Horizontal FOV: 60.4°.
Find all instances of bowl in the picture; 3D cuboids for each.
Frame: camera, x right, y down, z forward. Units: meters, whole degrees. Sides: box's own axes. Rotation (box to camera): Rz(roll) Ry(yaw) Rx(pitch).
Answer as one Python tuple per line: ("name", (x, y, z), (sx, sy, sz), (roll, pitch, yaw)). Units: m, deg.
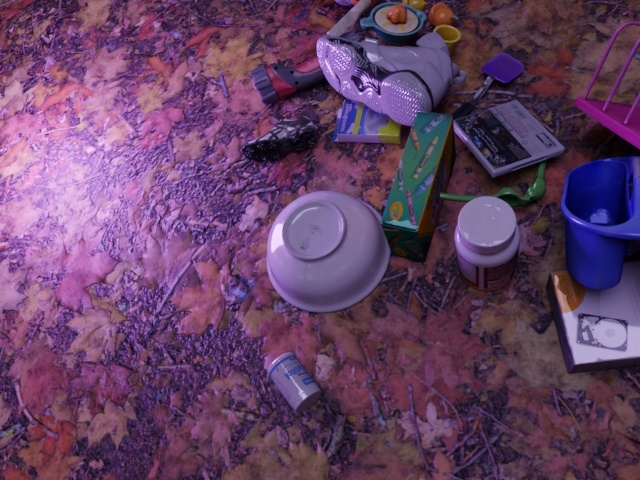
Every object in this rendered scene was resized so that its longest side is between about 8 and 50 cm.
("bowl", (0.000, 0.000, 1.222), (0.297, 0.134, 0.298), (-7, 64, 14))

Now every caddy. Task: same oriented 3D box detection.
("caddy", (0.560, -0.054, 0.975), (0.241, 0.179, 0.341), (2, 29, 26))

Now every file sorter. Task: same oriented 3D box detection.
("file sorter", (0.671, -0.270, 1.019), (0.202, 0.182, 0.291), (4, 34, -16))

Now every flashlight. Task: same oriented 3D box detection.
("flashlight", (-0.033, -0.465, 1.463), (0.303, 0.103, 0.103), (-24, 61, 6))

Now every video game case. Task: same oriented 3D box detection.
("video game case", (0.413, -0.231, 1.231), (0.173, 0.022, 0.190), (-19, 52, -8))

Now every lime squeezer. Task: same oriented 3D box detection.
("lime squeezer", (0.410, -0.120, 1.176), (0.310, 0.059, 0.110), (-26, 84, -13))

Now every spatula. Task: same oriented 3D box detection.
("spatula", (0.376, -0.348, 1.327), (0.084, 0.030, 0.296), (40, 82, 25))

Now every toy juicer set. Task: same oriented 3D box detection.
("toy juicer set", (0.197, -0.582, 1.408), (0.328, 0.090, 0.209), (11, 57, 4))

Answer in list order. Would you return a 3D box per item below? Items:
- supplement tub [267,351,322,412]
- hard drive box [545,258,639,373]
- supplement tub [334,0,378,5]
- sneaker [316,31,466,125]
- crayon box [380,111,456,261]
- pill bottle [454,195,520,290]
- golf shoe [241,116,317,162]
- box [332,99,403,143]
("supplement tub", (-0.054, 0.292, 1.139), (0.071, 0.071, 0.107), (-41, 62, -5))
("hard drive box", (0.560, 0.136, 1.017), (0.232, 0.089, 0.181), (-10, 64, 11))
("supplement tub", (0.039, -0.786, 1.537), (0.193, 0.194, 0.316), (-44, 61, -6))
("sneaker", (0.170, -0.424, 1.341), (0.210, 0.137, 0.365), (-38, 59, -25))
("crayon box", (0.218, -0.115, 1.190), (0.081, 0.165, 0.279), (13, 71, 21))
("pill bottle", (0.323, 0.009, 1.070), (0.121, 0.221, 0.121), (-6, 65, 13))
("golf shoe", (-0.108, -0.262, 1.416), (0.198, 0.077, 0.094), (-14, 52, 3))
("box", (0.119, -0.297, 1.375), (0.178, 0.042, 0.109), (5, 67, 18))
